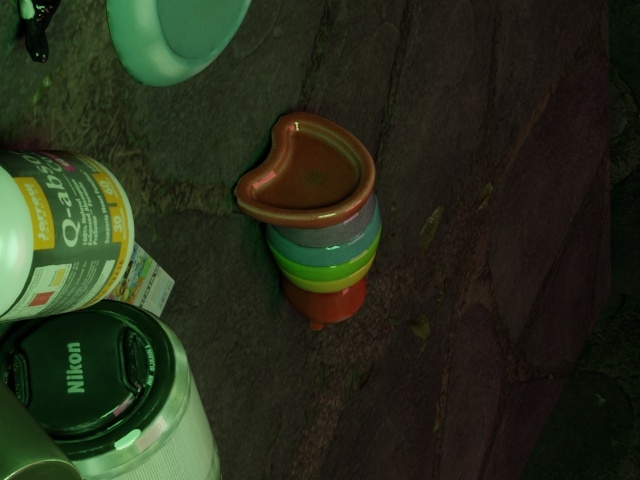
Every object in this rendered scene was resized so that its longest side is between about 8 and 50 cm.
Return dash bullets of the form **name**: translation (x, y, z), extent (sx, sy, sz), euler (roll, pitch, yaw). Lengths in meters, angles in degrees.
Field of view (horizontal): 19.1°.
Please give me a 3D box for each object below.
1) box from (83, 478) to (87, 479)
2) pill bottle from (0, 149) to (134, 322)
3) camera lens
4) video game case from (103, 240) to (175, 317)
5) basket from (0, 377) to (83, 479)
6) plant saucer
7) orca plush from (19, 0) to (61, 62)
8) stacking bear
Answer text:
- **box**: translation (-0.345, 0.258, 1.758), extent (0.175, 0.220, 0.051), euler (-46, 145, -51)
- **pill bottle**: translation (-0.303, -0.003, 1.758), extent (0.278, 0.162, 0.162), euler (-7, 111, -67)
- **camera lens**: translation (-0.227, 0.212, 2.009), extent (0.219, 0.219, 0.274), euler (-60, 154, -31)
- **video game case**: translation (-0.223, 0.070, 2.192), extent (0.119, 0.015, 0.166), euler (-67, 157, -14)
- **basket**: translation (-0.324, 0.192, 1.679), extent (0.204, 0.227, 0.154), euler (-21, 130, -40)
- **plant saucer**: translation (-0.135, -0.319, 2.102), extent (0.317, 0.044, 0.317), euler (-48, 147, -46)
- **orca plush**: translation (-0.249, -0.298, 1.761), extent (0.151, 0.102, 0.287), euler (-40, 140, -54)
- **stacking bear**: translation (0.000, 0.000, 2.505), extent (0.175, 0.164, 0.289), euler (-59, 158, -32)
